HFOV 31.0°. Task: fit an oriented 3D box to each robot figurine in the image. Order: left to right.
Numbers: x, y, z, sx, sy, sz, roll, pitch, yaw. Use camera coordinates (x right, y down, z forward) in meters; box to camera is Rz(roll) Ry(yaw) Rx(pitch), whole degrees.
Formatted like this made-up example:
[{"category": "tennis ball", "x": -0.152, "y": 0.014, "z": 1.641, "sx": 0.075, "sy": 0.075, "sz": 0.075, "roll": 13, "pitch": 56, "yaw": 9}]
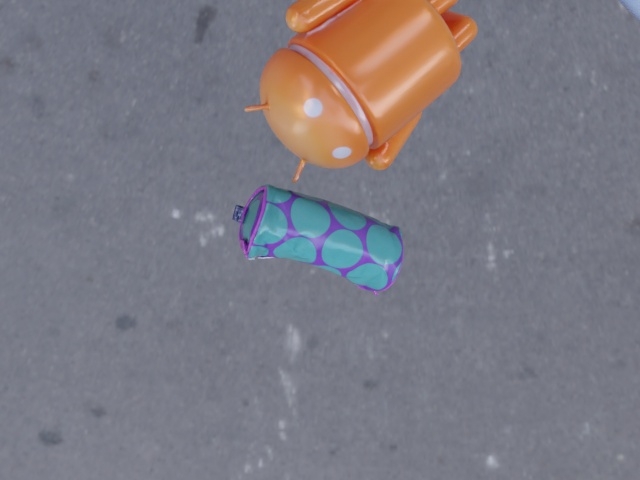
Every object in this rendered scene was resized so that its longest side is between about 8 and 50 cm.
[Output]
[{"category": "robot figurine", "x": 0.038, "y": -0.150, "z": 1.034, "sx": 0.219, "sy": 0.128, "sz": 0.158, "roll": -40, "pitch": 164, "yaw": -11}]

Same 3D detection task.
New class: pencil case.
[{"category": "pencil case", "x": 0.000, "y": 0.000, "z": 1.032, "sx": 0.152, "sy": 0.064, "sz": 0.070, "roll": 17, "pitch": 106, "yaw": -25}]

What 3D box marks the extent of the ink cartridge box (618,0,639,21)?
[{"category": "ink cartridge box", "x": 0.126, "y": -0.178, "z": 0.519, "sx": 0.311, "sy": 0.185, "sz": 0.065, "roll": 37, "pitch": 120, "yaw": -26}]
